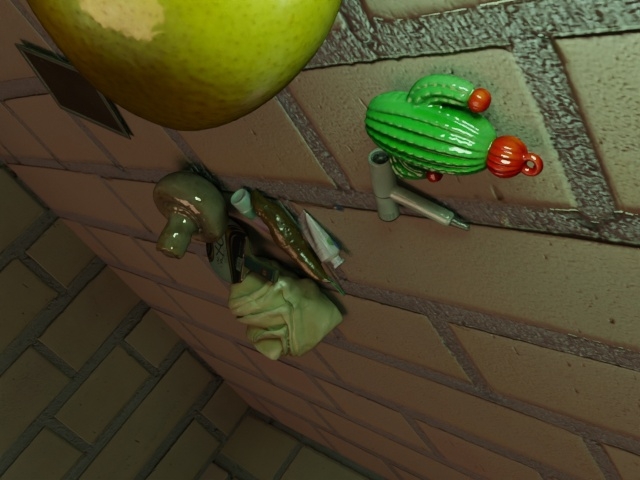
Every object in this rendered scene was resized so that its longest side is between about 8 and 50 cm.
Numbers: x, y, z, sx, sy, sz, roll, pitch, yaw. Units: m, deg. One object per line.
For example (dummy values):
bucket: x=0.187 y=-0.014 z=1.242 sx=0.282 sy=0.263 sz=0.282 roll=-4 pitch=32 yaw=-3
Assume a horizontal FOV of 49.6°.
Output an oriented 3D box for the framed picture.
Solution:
framed picture: x=-0.621 y=-0.381 z=1.754 sx=0.296 sy=0.019 sz=0.232 roll=25 pitch=155 yaw=28

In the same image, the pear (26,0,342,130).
pear: x=-0.134 y=-0.316 z=0.706 sx=0.363 sy=0.362 sz=0.418 roll=32 pitch=130 yaw=15

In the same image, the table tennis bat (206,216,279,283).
table tennis bat: x=-0.208 y=0.041 z=1.784 sx=0.301 sy=0.022 sz=0.173 roll=27 pitch=115 yaw=42

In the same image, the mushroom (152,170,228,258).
mushroom: x=-0.331 y=-0.062 z=1.709 sx=0.206 sy=0.209 sz=0.206 roll=38 pitch=-176 yaw=-3

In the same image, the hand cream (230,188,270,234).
hand cream: x=-0.140 y=-0.052 z=1.629 sx=0.076 sy=0.047 sz=0.174 roll=12 pitch=155 yaw=45

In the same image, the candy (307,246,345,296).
candy: x=0.009 y=0.080 z=1.658 sx=0.061 sy=0.061 sz=0.202 roll=17 pitch=158 yaw=42

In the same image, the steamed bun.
steamed bun: x=-0.123 y=0.188 z=1.845 sx=0.289 sy=0.203 sz=0.276 roll=44 pitch=156 yaw=-10

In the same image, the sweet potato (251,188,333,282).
sweet potato: x=-0.068 y=-0.005 z=1.553 sx=0.273 sy=0.067 sz=0.067 roll=50 pitch=157 yaw=-1

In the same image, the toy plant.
toy plant: x=0.166 y=-0.147 z=0.917 sx=0.240 sy=0.088 sz=0.154 roll=1 pitch=123 yaw=46

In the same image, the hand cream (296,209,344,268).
hand cream: x=0.000 y=0.000 z=1.517 sx=0.142 sy=0.053 sz=0.084 roll=53 pitch=158 yaw=7

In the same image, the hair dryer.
hair dryer: x=0.168 y=-0.068 z=1.136 sx=0.183 sy=0.044 sz=0.154 roll=21 pitch=154 yaw=26
